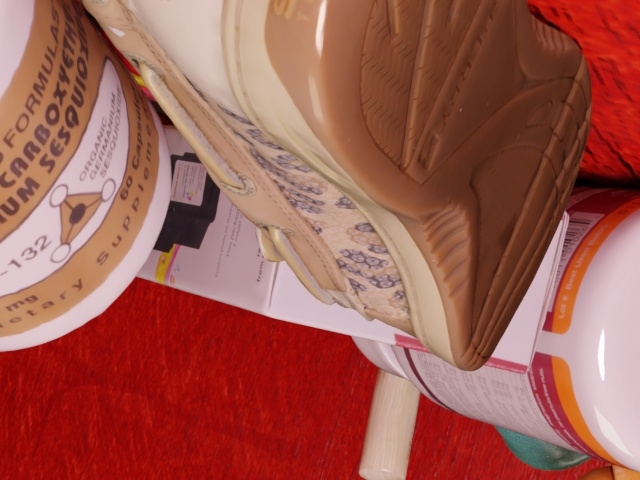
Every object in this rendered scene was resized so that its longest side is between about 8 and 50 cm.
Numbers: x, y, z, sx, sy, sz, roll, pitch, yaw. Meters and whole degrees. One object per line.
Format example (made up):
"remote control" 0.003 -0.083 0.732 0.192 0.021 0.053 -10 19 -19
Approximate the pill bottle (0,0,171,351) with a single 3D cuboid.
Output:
"pill bottle" -0.146 -0.058 0.493 0.131 0.131 0.229 17 163 21

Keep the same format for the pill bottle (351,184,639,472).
"pill bottle" 0.106 0.032 0.705 0.121 0.121 0.221 21 175 -28

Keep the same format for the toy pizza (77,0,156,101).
"toy pizza" -0.028 -0.065 0.635 0.201 0.032 0.201 18 175 2

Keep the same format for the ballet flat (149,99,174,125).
"ballet flat" -0.042 -0.017 0.855 0.280 0.096 0.095 19 176 -4

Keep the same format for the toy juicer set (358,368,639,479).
"toy juicer set" 0.126 0.098 0.852 0.089 0.209 0.329 26 172 -27

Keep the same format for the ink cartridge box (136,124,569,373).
"ink cartridge box" 0.000 0.000 0.648 0.127 0.072 0.175 14 178 -28

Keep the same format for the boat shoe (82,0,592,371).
"boat shoe" 0.017 -0.038 0.450 0.089 0.104 0.285 21 166 22
